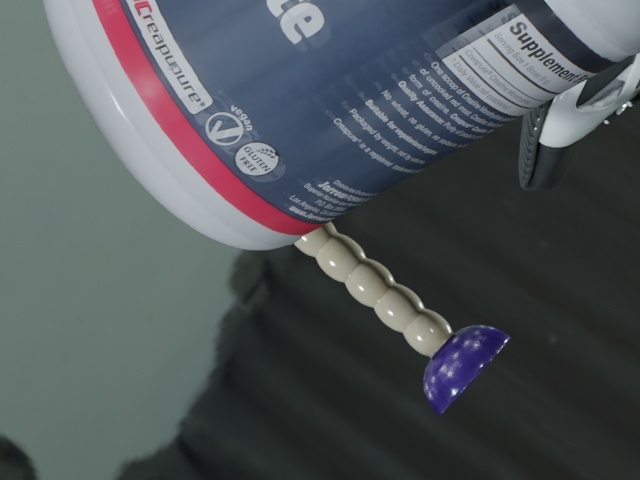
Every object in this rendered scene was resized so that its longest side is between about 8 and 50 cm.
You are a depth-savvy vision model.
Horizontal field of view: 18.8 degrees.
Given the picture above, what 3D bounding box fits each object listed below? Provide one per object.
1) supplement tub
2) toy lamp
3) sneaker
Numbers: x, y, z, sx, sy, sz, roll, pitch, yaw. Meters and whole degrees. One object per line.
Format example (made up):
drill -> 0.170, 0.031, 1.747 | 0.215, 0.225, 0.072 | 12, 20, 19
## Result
supplement tub -> 0.034, -0.132, 0.831 | 0.272, 0.191, 0.191 | -29, 154, 21
toy lamp -> 0.000, 0.000, 1.284 | 0.080, 0.275, 0.080 | -46, 174, -6
sneaker -> 0.243, -0.152, 1.420 | 0.122, 0.146, 0.330 | -80, -172, -48
